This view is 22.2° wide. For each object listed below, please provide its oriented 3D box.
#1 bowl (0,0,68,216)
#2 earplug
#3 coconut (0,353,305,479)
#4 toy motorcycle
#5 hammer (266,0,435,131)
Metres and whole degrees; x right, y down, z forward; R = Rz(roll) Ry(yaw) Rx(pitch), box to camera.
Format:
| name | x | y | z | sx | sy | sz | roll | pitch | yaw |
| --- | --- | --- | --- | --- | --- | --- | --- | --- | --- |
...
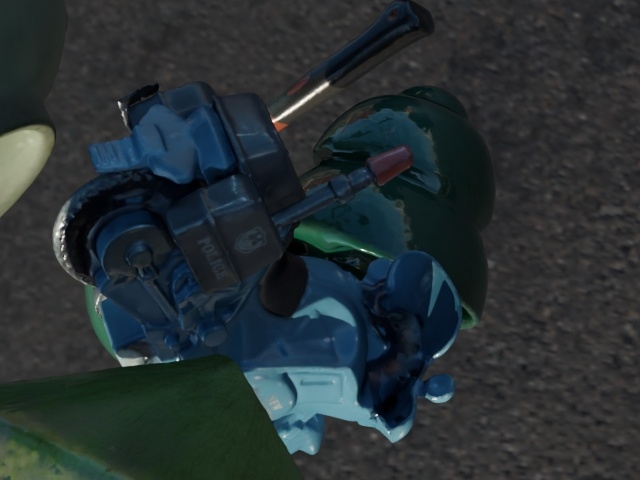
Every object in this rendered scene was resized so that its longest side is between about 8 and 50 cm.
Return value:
| name | x | y | z | sx | sy | sz | roll | pitch | yaw |
| --- | --- | --- | --- | --- | --- | --- | --- | --- | --- |
| bowl | -0.287 | -0.083 | 1.008 | 0.185 | 0.354 | 0.354 | 49 | 119 | 6 |
| earplug | -0.006 | -0.002 | 1.105 | 0.280 | 0.257 | 0.164 | -59 | 9 | -16 |
| coconut | -0.095 | 0.153 | 0.710 | 0.236 | 0.204 | 0.236 | -31 | 41 | 31 |
| toy motorcycle | -0.024 | 0.028 | 0.857 | 0.182 | 0.272 | 0.124 | -24 | 47 | -1 |
| hammer | -0.030 | -0.098 | 1.237 | 0.287 | 0.033 | 0.111 | -34 | 46 | 31 |
